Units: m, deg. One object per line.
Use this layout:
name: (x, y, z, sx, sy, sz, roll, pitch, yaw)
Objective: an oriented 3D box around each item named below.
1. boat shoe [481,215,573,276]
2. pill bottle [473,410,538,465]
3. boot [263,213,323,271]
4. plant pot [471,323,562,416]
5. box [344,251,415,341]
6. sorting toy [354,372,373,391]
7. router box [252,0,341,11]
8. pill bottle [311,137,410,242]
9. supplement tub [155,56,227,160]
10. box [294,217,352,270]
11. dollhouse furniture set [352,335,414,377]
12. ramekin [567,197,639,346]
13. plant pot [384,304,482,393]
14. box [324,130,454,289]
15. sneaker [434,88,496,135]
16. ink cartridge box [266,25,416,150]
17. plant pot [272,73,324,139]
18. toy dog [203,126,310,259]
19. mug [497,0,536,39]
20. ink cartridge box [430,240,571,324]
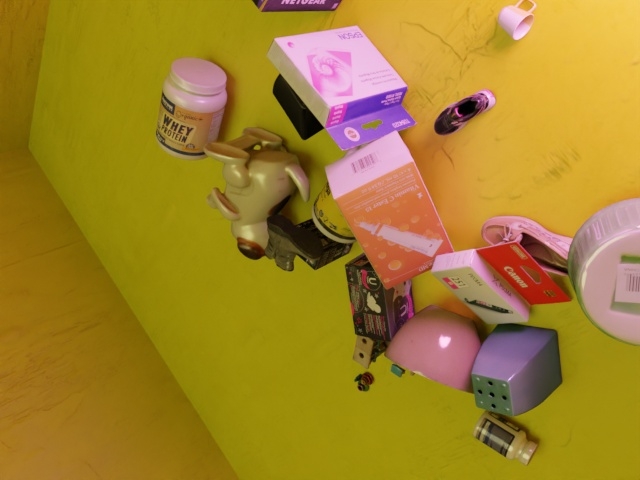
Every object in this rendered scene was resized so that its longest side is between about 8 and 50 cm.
boat shoe: (0.527, 0.014, 1.405, 0.285, 0.089, 0.105, 20, 123, 36)
pill bottle: (0.548, 0.588, 1.663, 0.169, 0.094, 0.094, 28, 127, 33)
boot: (-0.085, 0.034, 1.772, 0.246, 0.083, 0.161, 35, 135, 35)
plant pot: (0.507, 0.348, 1.483, 0.165, 0.234, 0.166, 3, 111, 44)
box: (0.193, 0.166, 1.756, 0.142, 0.163, 0.247, 7, 114, 39)
sorting toy: (0.153, 0.523, 2.060, 0.061, 0.042, 0.102, 42, 134, 22)
router box: (-0.104, -0.729, 1.503, 0.243, 0.309, 0.081, 54, 134, 11)
pill bottle: (0.119, -0.158, 1.652, 0.188, 0.188, 0.334, 49, 135, 15)
supplement tub: (-0.469, -0.477, 2.045, 0.228, 0.228, 0.316, 43, 134, 21)
box: (0.000, 0.000, 1.852, 0.147, 0.180, 0.078, 39, 130, 24)
dollhouse furniture set: (0.224, 0.364, 1.846, 0.183, 0.129, 0.129, 30, 128, 32)
ramekin: (0.682, 0.074, 1.175, 0.303, 0.148, 0.303, 8, 112, 22)
plant pot: (0.349, 0.297, 1.625, 0.284, 0.284, 0.191, 18, 86, 38)
box: (0.187, -0.073, 1.481, 0.215, 0.168, 0.345, -26, 126, 10)
sneaker: (0.350, -0.325, 1.425, 0.178, 0.077, 0.072, -35, 82, 48)
ink cartridge box: (0.077, -0.413, 1.467, 0.330, 0.324, 0.071, 52, 138, 12)
plant pot: (-0.024, -0.431, 1.613, 0.188, 0.187, 0.167, 58, 179, 5)
toy dog: (-0.202, -0.140, 1.956, 0.395, 0.284, 0.408, 19, 125, 16)
mug: (0.443, -0.503, 1.272, 0.064, 0.078, 0.062, 49, 169, 27)
ink cartridge box: (0.461, 0.119, 1.437, 0.275, 0.060, 0.239, 40, 149, -26)
